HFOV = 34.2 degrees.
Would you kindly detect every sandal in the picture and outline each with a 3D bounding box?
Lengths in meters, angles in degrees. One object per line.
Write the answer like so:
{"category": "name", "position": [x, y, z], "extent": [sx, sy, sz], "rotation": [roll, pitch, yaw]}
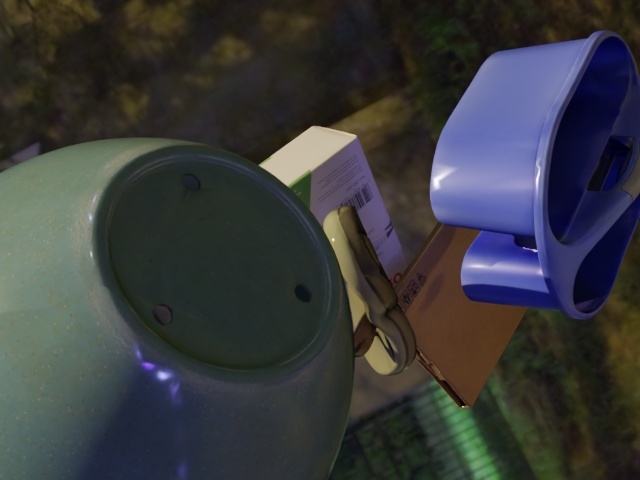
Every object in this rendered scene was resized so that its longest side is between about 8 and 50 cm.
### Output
{"category": "sandal", "position": [0.026, 0.057, 1.015], "extent": [0.120, 0.086, 0.303], "rotation": [61, 178, 26]}

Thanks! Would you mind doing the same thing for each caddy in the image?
{"category": "caddy", "position": [0.263, -0.072, 1.114], "extent": [0.341, 0.179, 0.241], "rotation": [-57, -46, -38]}

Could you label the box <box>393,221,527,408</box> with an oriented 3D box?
{"category": "box", "position": [0.169, 0.077, 1.262], "extent": [0.164, 0.021, 0.201], "rotation": [49, -128, -14]}

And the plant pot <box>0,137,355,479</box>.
{"category": "plant pot", "position": [-0.094, 0.057, 0.573], "extent": [0.290, 0.195, 0.290], "rotation": [17, -128, -24]}

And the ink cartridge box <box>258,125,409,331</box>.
{"category": "ink cartridge box", "position": [0.000, 0.000, 1.249], "extent": [0.093, 0.160, 0.219], "rotation": [22, 142, 50]}
